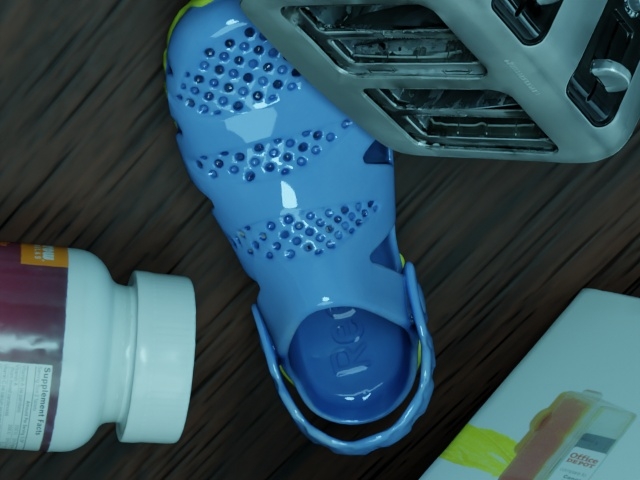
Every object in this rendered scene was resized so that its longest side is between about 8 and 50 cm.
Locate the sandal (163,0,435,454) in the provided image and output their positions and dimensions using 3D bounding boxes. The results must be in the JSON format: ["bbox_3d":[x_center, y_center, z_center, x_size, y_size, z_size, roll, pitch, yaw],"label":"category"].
[{"bbox_3d":[0.000,0.000,0.944,0.126,0.138,0.317,-19,122,6],"label":"sandal"}]

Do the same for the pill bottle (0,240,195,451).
[{"bbox_3d":[-0.189,0.060,0.960,0.221,0.121,0.121,5,121,-12],"label":"pill bottle"}]

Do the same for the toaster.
[{"bbox_3d":[0.066,-0.128,0.839,0.186,0.110,0.168,6,156,40],"label":"toaster"}]

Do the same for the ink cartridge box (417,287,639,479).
[{"bbox_3d":[0.151,0.258,0.999,0.385,0.160,0.279,-44,130,-31],"label":"ink cartridge box"}]
